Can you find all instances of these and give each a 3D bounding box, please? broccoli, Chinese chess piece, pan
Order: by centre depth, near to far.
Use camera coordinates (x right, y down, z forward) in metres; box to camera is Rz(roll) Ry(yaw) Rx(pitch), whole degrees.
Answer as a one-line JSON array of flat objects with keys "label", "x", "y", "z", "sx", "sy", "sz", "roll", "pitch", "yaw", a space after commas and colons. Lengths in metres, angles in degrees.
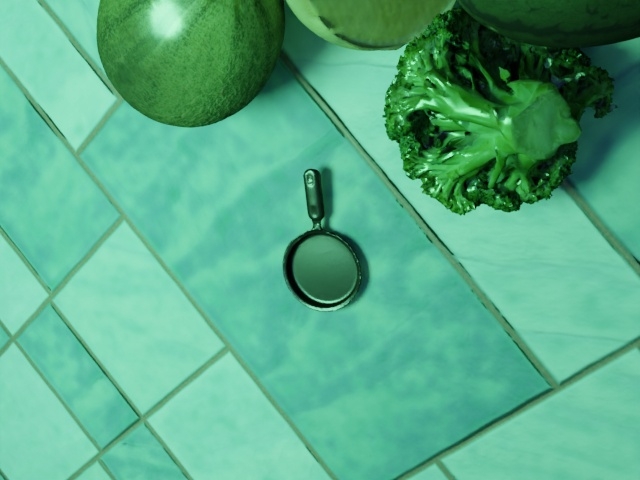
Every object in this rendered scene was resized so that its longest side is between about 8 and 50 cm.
[{"label": "Chinese chess piece", "x": 0.066, "y": -0.361, "z": 0.826, "sx": 0.104, "sy": 0.257, "sz": 0.257, "roll": 50, "pitch": 128, "yaw": 51}, {"label": "broccoli", "x": 0.213, "y": -0.158, "z": 0.839, "sx": 0.261, "sy": 0.242, "sz": 0.269, "roll": -44, "pitch": 115, "yaw": 8}, {"label": "pan", "x": 0.000, "y": 0.000, "z": 1.078, "sx": 0.136, "sy": 0.028, "sz": 0.235, "roll": 3, "pitch": 109, "yaw": 22}]

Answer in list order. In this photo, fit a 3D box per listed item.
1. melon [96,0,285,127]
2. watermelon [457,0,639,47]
[{"label": "melon", "x": -0.175, "y": -0.287, "z": 0.925, "sx": 0.249, "sy": 0.248, "sz": 0.329, "roll": 62, "pitch": 155, "yaw": -3}, {"label": "watermelon", "x": 0.269, "y": -0.339, "z": 0.694, "sx": 0.359, "sy": 0.279, "sz": 0.279, "roll": -8, "pitch": 102, "yaw": 11}]
